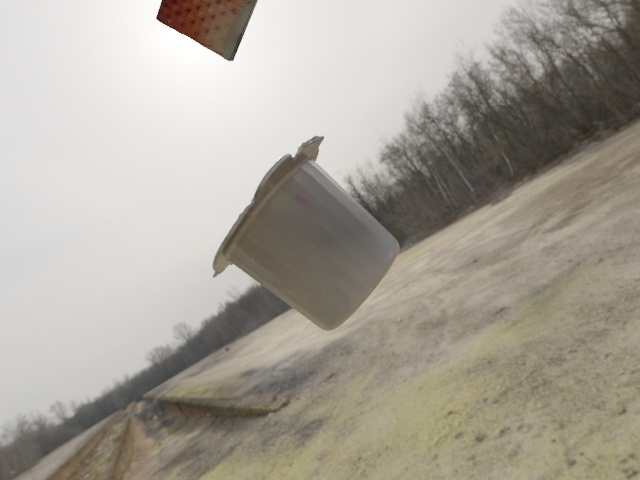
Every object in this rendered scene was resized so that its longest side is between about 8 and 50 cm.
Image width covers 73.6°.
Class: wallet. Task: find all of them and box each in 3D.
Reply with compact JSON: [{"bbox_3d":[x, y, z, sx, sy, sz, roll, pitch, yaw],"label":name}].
[{"bbox_3d":[-0.110,-0.320,0.488,0.197,0.103,0.020,-55,16,30],"label":"wallet"}]

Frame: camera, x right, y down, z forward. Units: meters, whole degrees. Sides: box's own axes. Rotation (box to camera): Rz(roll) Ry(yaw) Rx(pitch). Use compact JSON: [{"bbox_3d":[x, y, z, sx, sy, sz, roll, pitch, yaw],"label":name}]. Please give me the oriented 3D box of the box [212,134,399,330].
[{"bbox_3d":[0.000,0.000,0.643,0.262,0.206,0.291,-51,0,-21],"label":"box"}]
